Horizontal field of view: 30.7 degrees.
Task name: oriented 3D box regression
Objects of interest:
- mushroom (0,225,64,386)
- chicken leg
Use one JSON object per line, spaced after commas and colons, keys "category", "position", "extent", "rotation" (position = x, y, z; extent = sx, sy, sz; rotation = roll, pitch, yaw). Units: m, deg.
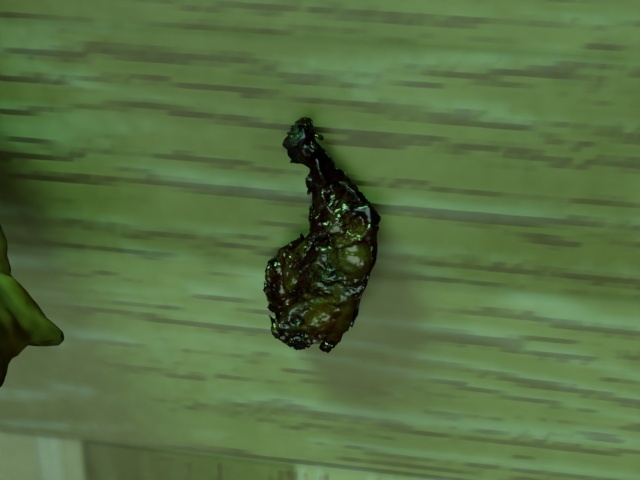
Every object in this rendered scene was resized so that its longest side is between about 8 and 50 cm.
{"category": "mushroom", "position": [-0.327, 0.031, 0.360], "extent": [0.331, 0.356, 0.334], "rotation": [43, 158, -21]}
{"category": "chicken leg", "position": [0.001, 0.002, 0.377], "extent": [0.036, 0.021, 0.083], "rotation": [16, 119, 12]}
